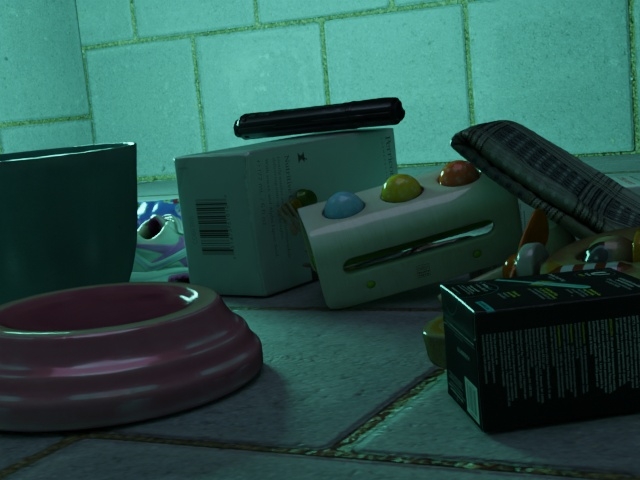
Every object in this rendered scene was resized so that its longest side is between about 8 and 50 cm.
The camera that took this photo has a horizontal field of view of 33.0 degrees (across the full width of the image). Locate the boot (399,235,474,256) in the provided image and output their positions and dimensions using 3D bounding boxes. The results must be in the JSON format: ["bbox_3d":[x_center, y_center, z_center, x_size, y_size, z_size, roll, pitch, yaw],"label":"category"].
[{"bbox_3d":[0.182,0.016,1.649,0.118,0.042,0.087,-12,8,-40],"label":"boot"}]

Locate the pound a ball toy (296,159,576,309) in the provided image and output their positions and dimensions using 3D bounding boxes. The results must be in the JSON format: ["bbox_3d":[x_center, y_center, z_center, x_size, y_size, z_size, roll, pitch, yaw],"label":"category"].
[{"bbox_3d":[0.144,-0.015,1.391,0.319,0.136,0.208,-16,26,-3],"label":"pound a ball toy"}]

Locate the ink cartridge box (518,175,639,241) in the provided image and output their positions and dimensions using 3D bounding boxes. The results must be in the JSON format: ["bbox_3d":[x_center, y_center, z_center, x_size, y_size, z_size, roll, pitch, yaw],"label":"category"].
[{"bbox_3d":[0.413,-0.046,1.740,0.217,0.092,0.158,-3,8,4],"label":"ink cartridge box"}]

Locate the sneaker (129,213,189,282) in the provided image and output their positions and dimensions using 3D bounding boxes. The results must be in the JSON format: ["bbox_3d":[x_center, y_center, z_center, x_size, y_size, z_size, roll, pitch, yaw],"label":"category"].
[{"bbox_3d":[-0.227,0.010,1.726,0.252,0.111,0.103,-13,11,-43],"label":"sneaker"}]

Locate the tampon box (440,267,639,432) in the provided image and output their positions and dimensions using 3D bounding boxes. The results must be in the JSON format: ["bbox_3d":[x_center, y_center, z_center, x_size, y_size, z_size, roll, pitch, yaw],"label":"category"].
[{"bbox_3d":[0.196,0.088,0.915,0.161,0.101,0.120,-6,9,-6],"label":"tampon box"}]

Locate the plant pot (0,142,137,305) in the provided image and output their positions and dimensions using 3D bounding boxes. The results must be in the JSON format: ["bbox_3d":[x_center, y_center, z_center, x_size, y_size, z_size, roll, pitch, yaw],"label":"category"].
[{"bbox_3d":[-0.389,-0.004,1.500,0.293,0.235,0.293,-5,9,1],"label":"plant pot"}]

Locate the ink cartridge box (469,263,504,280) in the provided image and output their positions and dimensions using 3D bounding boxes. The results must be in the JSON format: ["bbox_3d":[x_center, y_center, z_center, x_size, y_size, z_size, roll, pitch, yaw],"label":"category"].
[{"bbox_3d":[0.241,0.029,1.483,0.083,0.048,0.028,-14,12,-37],"label":"ink cartridge box"}]

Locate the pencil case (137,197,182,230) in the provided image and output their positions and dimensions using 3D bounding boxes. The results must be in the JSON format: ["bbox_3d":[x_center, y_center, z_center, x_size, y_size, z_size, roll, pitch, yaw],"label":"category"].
[{"bbox_3d":[-0.350,-0.006,1.907,0.306,0.119,0.133,-7,29,-11],"label":"pencil case"}]

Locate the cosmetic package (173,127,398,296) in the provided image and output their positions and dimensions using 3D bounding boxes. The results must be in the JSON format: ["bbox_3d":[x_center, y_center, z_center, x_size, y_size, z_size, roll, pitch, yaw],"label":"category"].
[{"bbox_3d":[-0.036,-0.054,1.690,0.156,0.217,0.385,0,12,38],"label":"cosmetic package"}]

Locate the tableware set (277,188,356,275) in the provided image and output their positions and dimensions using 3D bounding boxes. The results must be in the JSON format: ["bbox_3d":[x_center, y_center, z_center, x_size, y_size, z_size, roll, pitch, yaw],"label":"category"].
[{"bbox_3d":[0.000,0.000,1.545,0.024,0.154,0.104,-36,1,41],"label":"tableware set"}]

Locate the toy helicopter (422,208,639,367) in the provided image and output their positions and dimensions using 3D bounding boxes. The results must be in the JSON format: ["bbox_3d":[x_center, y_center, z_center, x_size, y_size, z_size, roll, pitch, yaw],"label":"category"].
[{"bbox_3d":[0.239,0.046,1.101,0.355,0.140,0.235,-20,17,-31],"label":"toy helicopter"}]

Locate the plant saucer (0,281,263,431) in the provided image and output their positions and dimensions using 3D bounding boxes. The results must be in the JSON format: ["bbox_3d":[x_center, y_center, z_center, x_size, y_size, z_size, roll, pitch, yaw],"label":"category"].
[{"bbox_3d":[-0.227,0.107,1.123,0.332,0.084,0.332,-5,9,1],"label":"plant saucer"}]

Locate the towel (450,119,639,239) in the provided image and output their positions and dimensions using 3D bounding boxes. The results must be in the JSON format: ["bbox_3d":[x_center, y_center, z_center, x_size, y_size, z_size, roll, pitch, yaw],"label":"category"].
[{"bbox_3d":[0.335,-0.060,1.384,0.324,0.056,0.312,36,18,12],"label":"towel"}]

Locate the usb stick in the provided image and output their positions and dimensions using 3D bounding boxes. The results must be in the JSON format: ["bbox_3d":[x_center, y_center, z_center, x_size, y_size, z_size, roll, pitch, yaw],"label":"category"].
[{"bbox_3d":[-0.003,-0.196,1.749,0.278,0.045,0.077,-4,16,16],"label":"usb stick"}]
